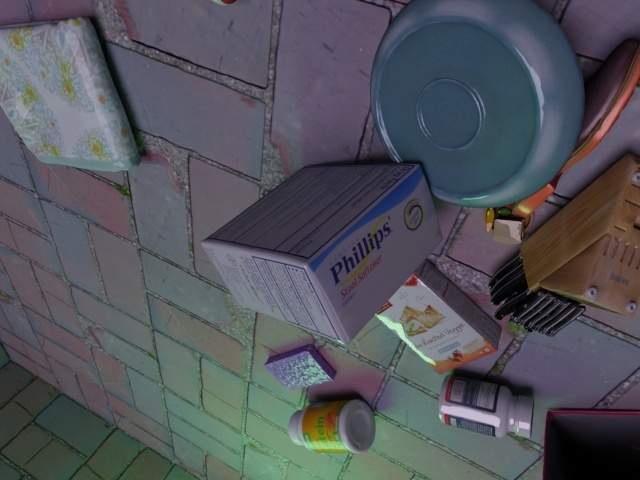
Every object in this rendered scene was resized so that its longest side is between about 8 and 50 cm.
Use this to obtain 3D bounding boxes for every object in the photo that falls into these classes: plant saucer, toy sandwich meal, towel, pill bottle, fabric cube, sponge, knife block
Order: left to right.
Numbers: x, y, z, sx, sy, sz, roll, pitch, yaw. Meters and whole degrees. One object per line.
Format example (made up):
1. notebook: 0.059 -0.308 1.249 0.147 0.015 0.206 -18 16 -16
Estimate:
1. towel: -0.605 -0.324 1.029 0.375 0.090 0.320 9 129 26
2. sponge: -0.061 0.366 1.277 0.210 0.031 0.117 -30 106 42
3. pill bottle: 0.024 0.531 1.279 0.246 0.136 0.136 -23 110 41
4. plant saucer: 0.186 -0.179 0.624 0.318 0.044 0.317 33 142 30
5. pill bottle: 0.355 0.358 0.960 0.180 0.108 0.108 5 126 29
6. toy sandwich meal: 0.307 -0.032 0.737 0.086 0.029 0.085 17 131 20
7. knife block: 0.377 0.018 0.696 0.088 0.242 0.275 21 91 -12
8. fabric cube: 0.584 0.503 0.827 0.254 0.259 0.258 -15 116 37

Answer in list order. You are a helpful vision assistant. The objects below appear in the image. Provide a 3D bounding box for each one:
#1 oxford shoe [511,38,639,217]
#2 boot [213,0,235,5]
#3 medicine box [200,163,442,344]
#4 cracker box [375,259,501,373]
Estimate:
1. oxford shoe: 0.313 -0.149 0.600 0.098 0.097 0.271 35 135 11
2. boot: -0.095 -0.453 0.618 0.176 0.088 0.244 17 128 18
3. medicine box: 0.000 0.000 0.742 0.289 0.263 0.149 9 132 48
4. cracker box: 0.222 0.153 0.910 0.232 0.067 0.156 42 134 -3
